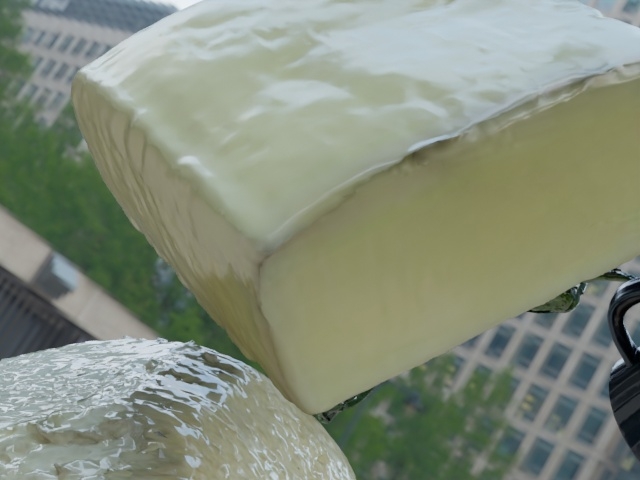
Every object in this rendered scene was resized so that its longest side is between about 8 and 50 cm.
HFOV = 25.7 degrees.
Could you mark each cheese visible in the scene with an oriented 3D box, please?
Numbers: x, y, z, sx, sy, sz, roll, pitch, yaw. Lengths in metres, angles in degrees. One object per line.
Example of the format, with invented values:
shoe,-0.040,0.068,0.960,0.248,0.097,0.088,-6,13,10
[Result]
cheese,0.022,-0.055,0.746,0.265,0.243,0.123,42,-32,53

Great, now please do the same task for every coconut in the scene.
coconut,-0.168,0.247,0.789,0.344,0.415,0.415,60,-11,10

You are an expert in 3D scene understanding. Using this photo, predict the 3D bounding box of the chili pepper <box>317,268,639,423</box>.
chili pepper,0.113,0.050,1.075,0.279,0.122,0.065,-25,-43,22

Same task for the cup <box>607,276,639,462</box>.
cup,0.276,0.084,0.968,0.113,0.138,0.150,-5,64,-51
